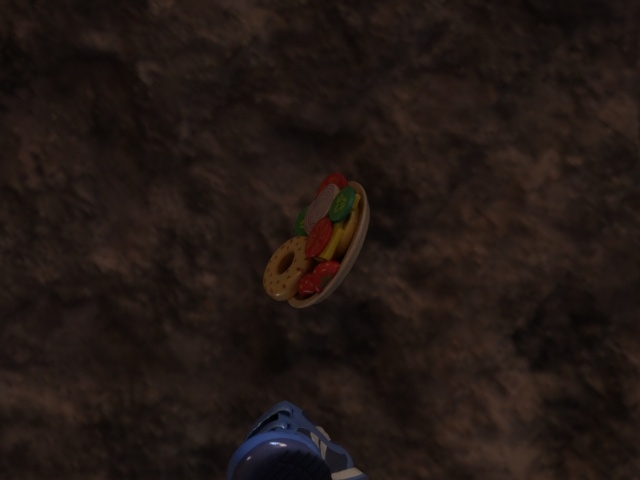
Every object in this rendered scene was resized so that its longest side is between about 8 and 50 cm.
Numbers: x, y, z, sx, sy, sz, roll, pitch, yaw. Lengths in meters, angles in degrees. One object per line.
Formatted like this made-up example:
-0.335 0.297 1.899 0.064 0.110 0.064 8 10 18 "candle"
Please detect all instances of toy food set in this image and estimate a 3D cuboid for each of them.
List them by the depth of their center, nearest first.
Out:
0.000 0.000 0.887 0.020 0.083 0.082 28 -96 -22 "toy food set"

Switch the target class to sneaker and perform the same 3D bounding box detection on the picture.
-0.022 0.116 0.812 0.053 0.059 0.144 -39 -20 3 "sneaker"
